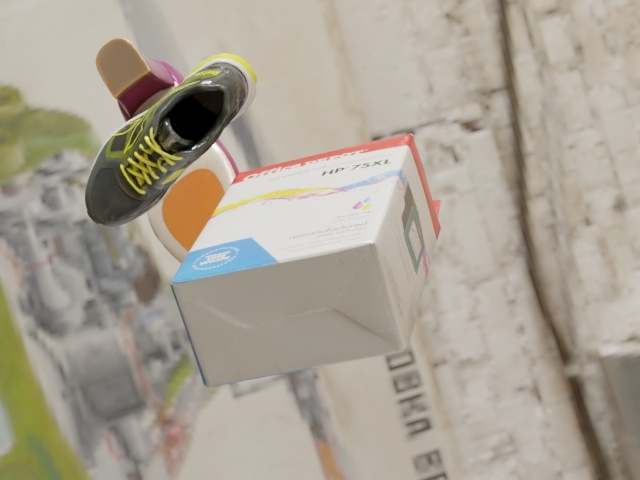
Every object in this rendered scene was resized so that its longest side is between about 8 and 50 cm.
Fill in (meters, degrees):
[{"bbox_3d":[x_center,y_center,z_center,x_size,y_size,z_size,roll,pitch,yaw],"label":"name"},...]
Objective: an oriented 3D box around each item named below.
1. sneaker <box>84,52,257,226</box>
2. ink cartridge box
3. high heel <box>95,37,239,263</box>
[{"bbox_3d":[-0.059,-0.036,0.581,0.031,0.083,0.035,43,15,-5],"label":"sneaker"},{"bbox_3d":[0.000,0.000,1.047,0.231,0.134,0.078,-68,143,-64],"label":"ink cartridge box"},{"bbox_3d":[-0.103,-0.050,1.279,0.244,0.082,0.117,55,5,25],"label":"high heel"}]
